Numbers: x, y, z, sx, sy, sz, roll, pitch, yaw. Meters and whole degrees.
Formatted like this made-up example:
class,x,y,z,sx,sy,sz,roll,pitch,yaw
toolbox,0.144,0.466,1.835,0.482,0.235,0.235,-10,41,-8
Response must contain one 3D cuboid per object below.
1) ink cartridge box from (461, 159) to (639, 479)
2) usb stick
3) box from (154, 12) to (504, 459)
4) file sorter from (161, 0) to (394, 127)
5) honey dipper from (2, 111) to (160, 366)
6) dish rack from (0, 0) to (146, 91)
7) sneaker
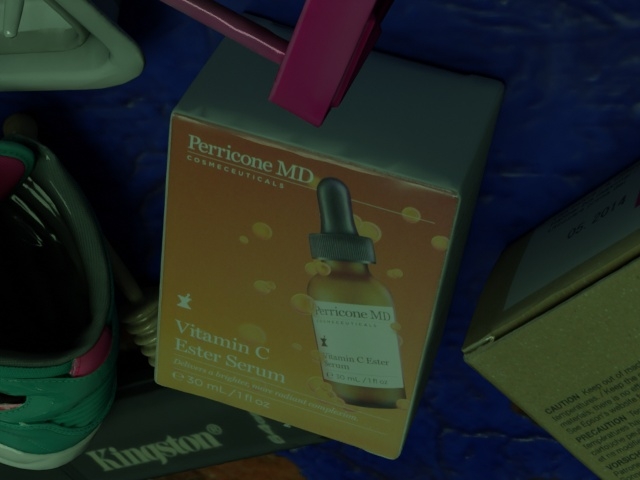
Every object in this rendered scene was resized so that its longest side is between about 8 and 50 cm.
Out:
class,x,y,z,sx,sy,sz,roll,pitch,yaw
ink cartridge box,0.213,0.036,0.583,0.193,0.088,0.235,43,131,-13
usb stick,-0.100,0.107,0.797,0.278,0.045,0.077,-17,118,32
box,0.000,0.000,0.639,0.130,0.091,0.170,16,132,9
file sorter,-0.002,-0.223,0.356,0.182,0.202,0.290,28,142,1
honey dipper,-0.122,0.000,0.730,0.030,0.030,0.160,-17,118,32
dish rack,-0.262,-0.143,0.575,0.333,0.072,0.285,2,164,21
sneaker,-0.221,-0.004,0.681,0.296,0.123,0.178,32,144,-6
